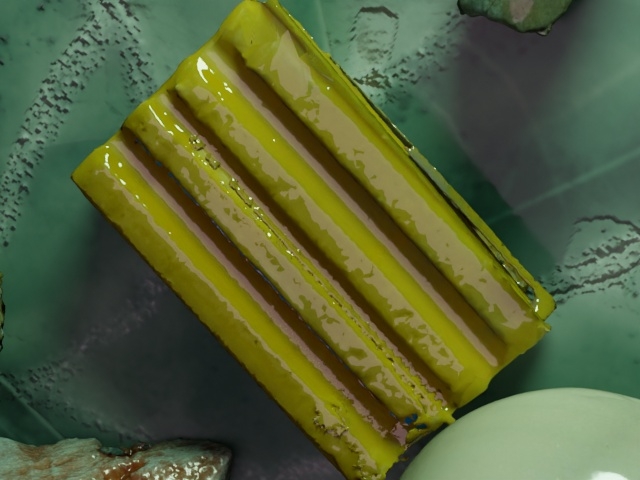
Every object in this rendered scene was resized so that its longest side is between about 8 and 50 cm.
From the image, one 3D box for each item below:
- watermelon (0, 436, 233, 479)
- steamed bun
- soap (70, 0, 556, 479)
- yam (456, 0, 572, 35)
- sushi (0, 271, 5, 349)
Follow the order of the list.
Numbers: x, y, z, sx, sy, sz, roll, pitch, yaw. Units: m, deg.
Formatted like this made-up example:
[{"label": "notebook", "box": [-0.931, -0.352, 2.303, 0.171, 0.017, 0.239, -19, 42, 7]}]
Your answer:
[{"label": "watermelon", "box": [-0.183, 0.205, 1.320, 0.241, 0.154, 0.094, -8, 99, 1]}, {"label": "steamed bun", "box": [0.192, 0.249, 1.177, 0.324, 0.206, 0.324, 12, 126, 17]}, {"label": "soap", "box": [0.000, 0.001, 1.245, 0.204, 0.096, 0.324, -41, 90, 17]}, {"label": "yam", "box": [0.164, -0.272, 1.153, 0.106, 0.106, 0.259, 14, 106, 10]}, {"label": "sushi", "box": [-0.313, 0.071, 1.266, 0.115, 0.212, 0.147, -33, 73, 23]}]
